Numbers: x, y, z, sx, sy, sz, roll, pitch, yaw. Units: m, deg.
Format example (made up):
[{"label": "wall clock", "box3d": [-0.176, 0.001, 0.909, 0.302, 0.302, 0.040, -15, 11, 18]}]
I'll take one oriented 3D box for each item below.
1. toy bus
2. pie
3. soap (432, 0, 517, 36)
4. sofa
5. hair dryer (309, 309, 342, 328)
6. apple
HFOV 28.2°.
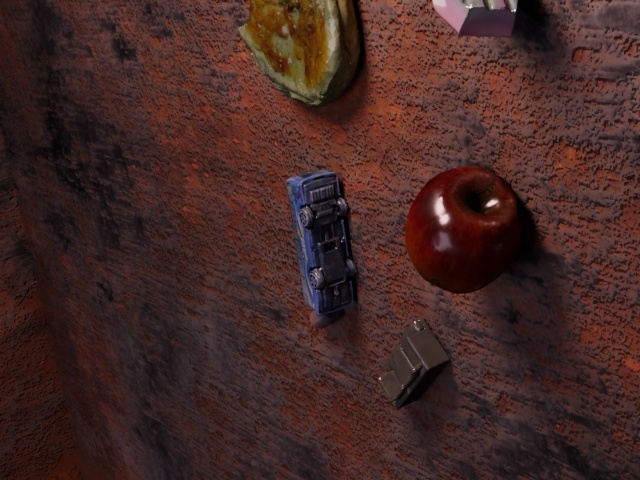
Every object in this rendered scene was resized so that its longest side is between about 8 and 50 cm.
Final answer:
[{"label": "toy bus", "box3d": [-0.003, 0.000, 2.077, 0.094, 0.079, 0.237, 21, 125, 55]}, {"label": "pie", "box3d": [-0.041, -0.343, 1.950, 0.302, 0.067, 0.303, 37, 138, 44]}, {"label": "soap", "box3d": [0.187, -0.309, 1.551, 0.056, 0.100, 0.149, 100, 165, -50]}, {"label": "sofa", "box3d": [0.133, 0.195, 1.982, 0.085, 0.060, 0.147, 59, 149, 21]}, {"label": "hair dryer", "box3d": [-0.003, 0.090, 2.182, 0.063, 0.037, 0.114, -39, 66, 61]}, {"label": "apple", "box3d": [0.185, -0.004, 1.699, 0.156, 0.147, 0.158, 37, 143, 12]}]
